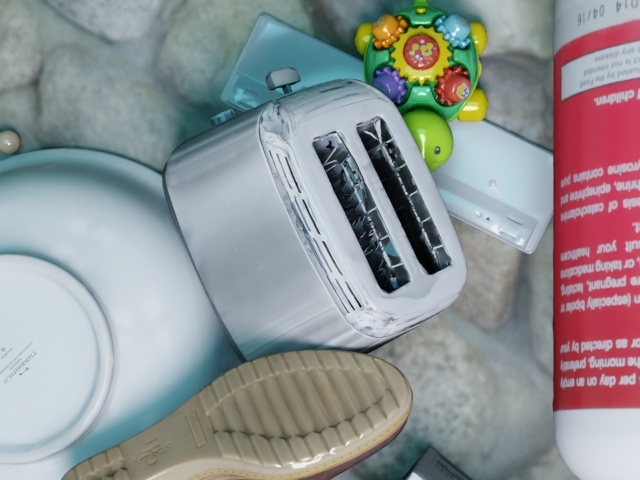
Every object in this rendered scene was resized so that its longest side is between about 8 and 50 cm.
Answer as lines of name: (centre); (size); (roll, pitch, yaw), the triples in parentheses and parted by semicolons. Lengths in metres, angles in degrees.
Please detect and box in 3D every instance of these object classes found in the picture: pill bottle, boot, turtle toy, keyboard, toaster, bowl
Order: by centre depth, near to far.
pill bottle: (0.258, 0.032, 0.986); (0.229, 0.229, 0.407); (0, 82, 8)
toaster: (0.000, 0.000, 1.071); (0.146, 0.129, 0.227); (-30, 82, 51)
boot: (-0.037, 0.173, 1.078); (0.248, 0.207, 0.090); (-20, 53, 7)
turtle toy: (0.071, -0.109, 1.109); (0.095, 0.066, 0.130); (-1, 80, 3)
bowl: (-0.198, 0.079, 1.123); (0.298, 0.134, 0.298); (0, 89, 8)
keyboard: (0.054, -0.078, 1.150); (0.256, 0.014, 0.072); (27, 88, 7)

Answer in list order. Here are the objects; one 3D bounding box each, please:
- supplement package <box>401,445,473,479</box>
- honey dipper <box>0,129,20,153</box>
supplement package: (0.108, 0.304, 1.069); (0.262, 0.145, 0.204); (38, 94, 7)
honey dipper: (-0.298, -0.102, 1.194); (0.161, 0.030, 0.030); (22, 93, 4)
